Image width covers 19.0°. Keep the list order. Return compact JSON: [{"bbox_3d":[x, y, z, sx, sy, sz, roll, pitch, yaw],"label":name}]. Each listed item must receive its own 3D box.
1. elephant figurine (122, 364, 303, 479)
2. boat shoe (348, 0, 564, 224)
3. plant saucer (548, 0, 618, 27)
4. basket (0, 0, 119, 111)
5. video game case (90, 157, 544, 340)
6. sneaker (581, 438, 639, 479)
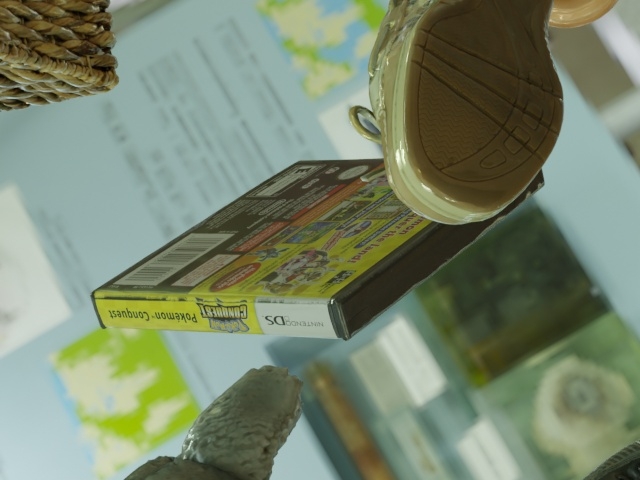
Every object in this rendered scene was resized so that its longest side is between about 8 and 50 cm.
[{"bbox_3d":[-0.024,0.203,0.605,0.239,0.186,0.169,48,-154,3],"label":"elephant figurine"},{"bbox_3d":[0.079,-0.098,1.119,0.104,0.089,0.285,35,-141,-15],"label":"boat shoe"},{"bbox_3d":[0.188,-0.199,1.429,0.083,0.083,0.013,59,-175,29],"label":"plant saucer"},{"bbox_3d":[-0.300,-0.212,1.341,0.299,0.213,0.223,5,-102,-69],"label":"basket"},{"bbox_3d":[0.000,0.000,1.480,0.248,0.275,0.035,0,114,40],"label":"video game case"},{"bbox_3d":[0.181,0.208,1.315,0.078,0.234,0.106,50,178,22],"label":"sneaker"}]
